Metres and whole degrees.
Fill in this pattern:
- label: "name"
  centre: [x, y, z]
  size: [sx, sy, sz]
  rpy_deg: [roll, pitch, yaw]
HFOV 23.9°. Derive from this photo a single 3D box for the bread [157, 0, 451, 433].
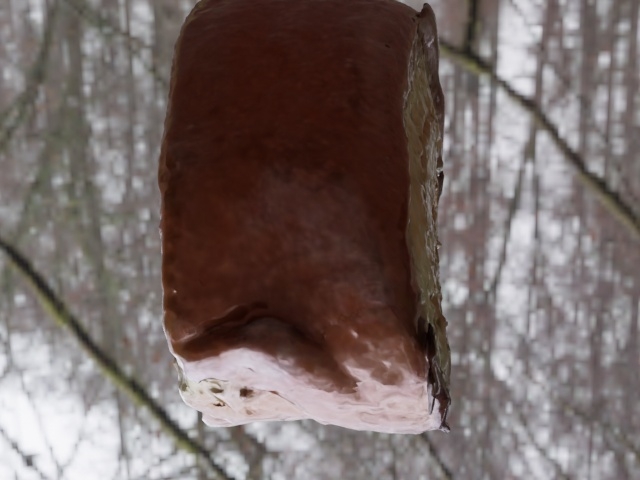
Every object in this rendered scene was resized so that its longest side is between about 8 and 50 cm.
- label: "bread"
  centre: [-0.001, -0.009, 0.696]
  size: [0.123, 0.190, 0.244]
  rpy_deg: [-3, -144, 5]
